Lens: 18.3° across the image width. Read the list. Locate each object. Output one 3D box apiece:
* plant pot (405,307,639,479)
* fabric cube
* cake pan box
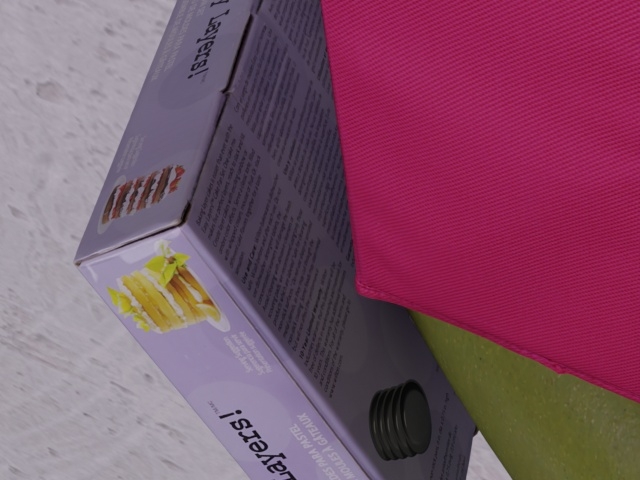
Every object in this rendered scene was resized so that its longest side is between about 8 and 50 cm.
[{"bbox_3d":[0.177,0.050,0.904,0.293,0.275,0.275,38,155,26],"label":"plant pot"},{"bbox_3d":[0.165,-0.100,0.665,0.259,0.254,0.258,22,151,20],"label":"fabric cube"},{"bbox_3d":[0.000,0.000,0.994,0.070,0.267,0.246,-17,126,26],"label":"cake pan box"}]
